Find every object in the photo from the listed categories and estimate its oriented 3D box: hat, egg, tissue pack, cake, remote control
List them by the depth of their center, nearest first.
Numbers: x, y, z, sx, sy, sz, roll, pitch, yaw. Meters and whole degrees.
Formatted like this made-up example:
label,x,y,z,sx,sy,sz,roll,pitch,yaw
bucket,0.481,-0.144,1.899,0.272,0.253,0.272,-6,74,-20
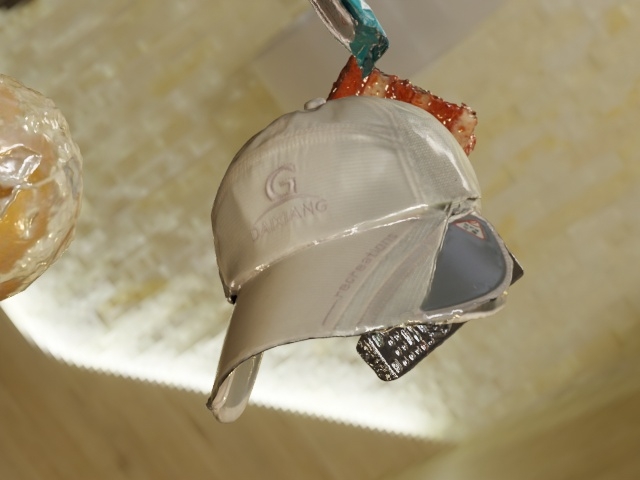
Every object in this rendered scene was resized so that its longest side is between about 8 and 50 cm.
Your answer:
label,x,y,z,sx,sy,sz,roll,pitch,yaw
hat,-0.001,0.007,1.308,0.232,0.161,0.275,-28,-160,32
tissue pack,0.014,-0.210,1.701,0.028,0.138,0.085,-35,174,-19
egg,-0.309,-0.040,1.761,0.233,0.195,0.195,-61,176,28
cake,0.084,-0.122,1.979,0.159,0.158,0.262,-64,-179,-37
remote control,0.128,0.067,2.047,0.245,0.063,0.025,-35,176,-41
